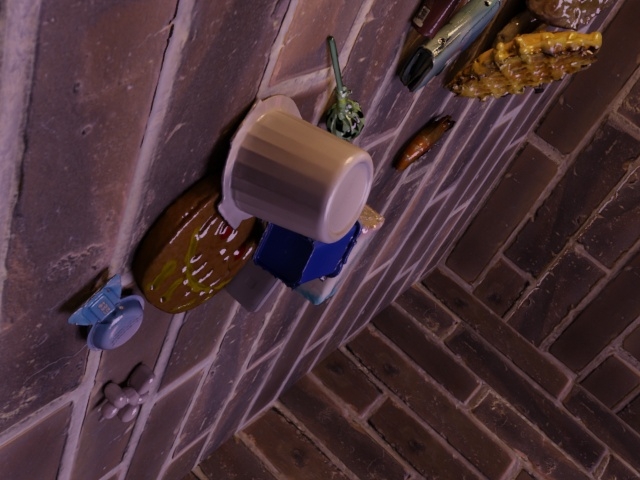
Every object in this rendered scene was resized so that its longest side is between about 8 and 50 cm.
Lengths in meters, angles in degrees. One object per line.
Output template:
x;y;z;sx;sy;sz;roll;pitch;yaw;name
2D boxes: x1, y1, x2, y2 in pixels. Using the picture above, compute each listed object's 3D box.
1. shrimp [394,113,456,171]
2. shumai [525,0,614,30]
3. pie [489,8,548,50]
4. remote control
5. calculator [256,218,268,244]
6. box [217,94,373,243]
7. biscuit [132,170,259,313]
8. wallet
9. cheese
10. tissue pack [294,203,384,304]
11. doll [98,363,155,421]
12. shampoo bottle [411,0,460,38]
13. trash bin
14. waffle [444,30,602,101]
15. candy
0.314;-0.291;2.242;0.248;0.068;0.150;-41;176;-9;shrimp
0.688;-0.733;1.908;0.346;0.217;0.283;-39;163;-18;shumai
0.602;-0.619;2.188;0.339;0.077;0.339;-45;174;-6;pie
-0.125;0.052;1.778;0.250;0.103;0.034;-54;164;15;remote control
-0.064;-0.108;1.606;0.262;0.021;0.161;-57;169;-21;calculator
-0.020;-0.114;1.375;0.291;0.206;0.262;-27;138;-56;box
-0.212;0.004;1.486;0.350;0.070;0.394;-48;164;-3;biscuit
0.296;-0.457;1.712;0.250;0.075;0.176;-43;178;-21;wallet
-0.387;0.142;1.375;0.135;0.052;0.245;-47;164;-17;cheese
0.002;0.001;1.822;0.271;0.201;0.124;-58;169;30;tissue pack
-0.447;0.365;1.727;0.161;0.059;0.160;-29;155;-52;doll
0.275;-0.536;1.542;0.236;0.068;0.067;-55;164;28;shampoo bottle
-0.034;0.012;1.598;0.184;0.162;0.234;-64;164;22;trash bin
0.551;-0.475;2.042;0.379;0.095;0.382;-10;173;-28;waffle
0.039;-0.304;1.478;0.305;0.083;0.091;74;21;-61;candy
